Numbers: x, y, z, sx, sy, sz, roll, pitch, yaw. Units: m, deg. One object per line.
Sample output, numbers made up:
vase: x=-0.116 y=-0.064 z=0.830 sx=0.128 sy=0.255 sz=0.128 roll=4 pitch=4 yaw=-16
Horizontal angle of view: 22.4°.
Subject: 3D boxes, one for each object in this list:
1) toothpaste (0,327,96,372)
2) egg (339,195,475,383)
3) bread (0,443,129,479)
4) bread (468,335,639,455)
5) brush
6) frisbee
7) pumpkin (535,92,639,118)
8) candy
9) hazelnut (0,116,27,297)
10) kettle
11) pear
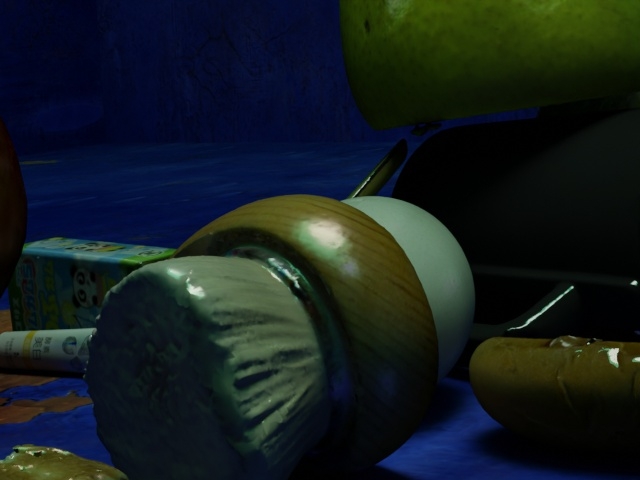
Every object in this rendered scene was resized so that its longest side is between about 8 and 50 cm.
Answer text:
toothpaste: x=-0.205 y=0.091 z=1.320 sx=0.190 sy=0.048 sz=0.031 roll=-2 pitch=-10 yaw=29
egg: x=0.034 y=0.046 z=1.149 sx=0.151 sy=0.151 sz=0.209 roll=-1 pitch=9 yaw=11
bread: x=-0.139 y=0.148 z=0.789 sx=0.070 sy=0.076 sz=0.083 roll=15 pitch=16 yaw=30
bread: x=0.176 y=0.097 z=1.016 sx=0.189 sy=0.077 sz=0.114 roll=3 pitch=-10 yaw=41
brush: x=-0.067 y=0.074 z=0.992 sx=0.166 sy=0.174 sz=0.267 roll=-21 pitch=9 yaw=-35
frisbee: x=0.000 y=0.000 z=1.427 sx=0.017 sy=0.236 sz=0.236 roll=42 pitch=11 yaw=0
pumpkin: x=0.355 y=-0.073 z=1.541 sx=0.320 sy=0.192 sz=0.320 roll=22 pitch=-9 yaw=4
candy: x=-0.187 y=0.053 z=1.377 sx=0.194 sy=0.097 sz=0.062 roll=4 pitch=14 yaw=44
hazelnut: x=-0.424 y=-0.019 z=1.178 sx=0.421 sy=0.353 sz=0.421 roll=11 pitch=38 yaw=-9
kettle: x=0.204 y=0.017 z=1.330 sx=0.203 sy=0.262 sz=0.308 roll=34 pitch=-20 yaw=-34
pear: x=0.135 y=-0.254 z=1.394 sx=0.238 sy=0.318 sz=0.342 roll=-6 pitch=3 yaw=-16
